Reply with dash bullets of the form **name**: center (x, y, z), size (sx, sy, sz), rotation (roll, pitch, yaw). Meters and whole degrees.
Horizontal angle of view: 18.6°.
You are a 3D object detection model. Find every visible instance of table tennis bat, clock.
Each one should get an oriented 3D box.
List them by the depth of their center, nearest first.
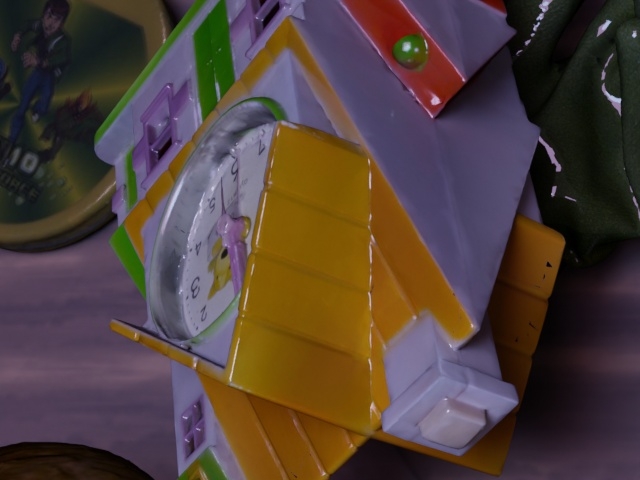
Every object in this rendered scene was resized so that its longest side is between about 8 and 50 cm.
- **clock**: center (0.000, 0.000, 0.960), size (0.235, 0.166, 0.309), rotation (-48, 35, 34)
- **table tennis bat**: center (-0.151, -0.145, 1.234), size (0.198, 0.050, 0.320), rotation (30, 96, 30)

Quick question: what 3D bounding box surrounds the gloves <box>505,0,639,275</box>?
- **gloves**: center (0.135, -0.061, 1.038), size (0.135, 0.107, 0.268), rotation (40, 114, 24)

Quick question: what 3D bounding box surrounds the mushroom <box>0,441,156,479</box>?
- **mushroom**: center (-0.099, 0.263, 0.995), size (0.356, 0.331, 0.334), rotation (-9, 41, -4)
